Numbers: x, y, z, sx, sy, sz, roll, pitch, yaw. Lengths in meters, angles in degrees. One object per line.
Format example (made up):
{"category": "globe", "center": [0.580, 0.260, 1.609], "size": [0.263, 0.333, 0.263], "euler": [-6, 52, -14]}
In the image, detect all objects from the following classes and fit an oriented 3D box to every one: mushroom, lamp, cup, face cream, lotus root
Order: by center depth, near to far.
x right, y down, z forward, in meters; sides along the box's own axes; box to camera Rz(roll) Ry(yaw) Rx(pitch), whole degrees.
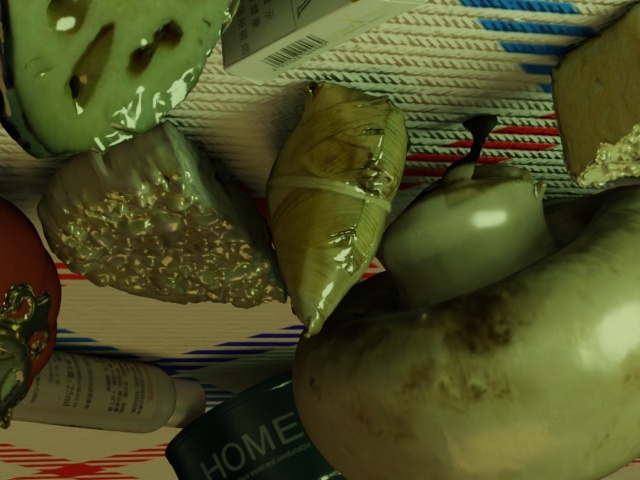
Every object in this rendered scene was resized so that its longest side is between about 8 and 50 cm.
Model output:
{"category": "lotus root", "center": [-0.122, -0.151, 0.839], "size": [0.183, 0.078, 0.203], "euler": [-18, 133, -48]}
{"category": "lamp", "center": [-0.316, 0.056, 1.234], "size": [0.227, 0.227, 0.227], "euler": [-5, 159, -2]}
{"category": "mushroom", "center": [0.139, 0.052, 1.265], "size": [0.362, 0.294, 0.362], "euler": [-24, -172, 4]}
{"category": "face cream", "center": [-0.243, 0.167, 1.710], "size": [0.269, 0.082, 0.082], "euler": [14, 152, -39]}
{"category": "cup", "center": [0.017, 0.309, 1.799], "size": [0.308, 0.292, 0.242], "euler": [-24, 162, -7]}

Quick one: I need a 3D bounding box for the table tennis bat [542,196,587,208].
{"category": "table tennis bat", "center": [0.194, -0.011, 1.449], "size": [0.246, 0.022, 0.138], "euler": [6, 156, -31]}

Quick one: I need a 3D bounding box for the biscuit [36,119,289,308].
{"category": "biscuit", "center": [-0.136, -0.015, 1.267], "size": [0.179, 0.084, 0.281], "euler": [-6, 158, 11]}

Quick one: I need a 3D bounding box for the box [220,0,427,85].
{"category": "box", "center": [0.005, -0.159, 0.918], "size": [0.154, 0.084, 0.040], "euler": [-23, 152, 38]}

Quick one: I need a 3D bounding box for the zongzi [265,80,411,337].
{"category": "zongzi", "center": [0.000, 0.000, 1.183], "size": [0.099, 0.197, 0.194], "euler": [13, 161, -2]}

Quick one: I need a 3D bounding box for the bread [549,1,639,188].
{"category": "bread", "center": [0.229, -0.102, 1.103], "size": [0.082, 0.106, 0.125], "euler": [15, 148, -30]}

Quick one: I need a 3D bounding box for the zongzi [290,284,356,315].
{"category": "zongzi", "center": [0.011, 0.063, 1.585], "size": [0.076, 0.040, 0.083], "euler": [-1, 177, 5]}
